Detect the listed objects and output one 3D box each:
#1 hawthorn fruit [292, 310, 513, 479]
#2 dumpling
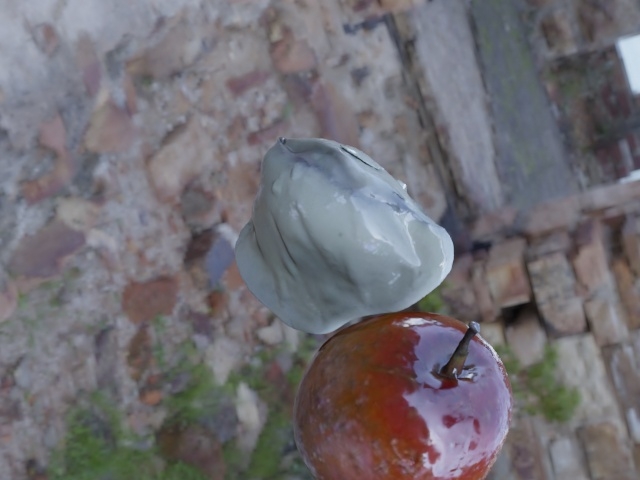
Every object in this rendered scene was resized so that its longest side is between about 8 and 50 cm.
[{"bbox_3d":[0.108,0.191,1.309,0.235,0.262,0.231,-12,95,-60],"label":"hawthorn fruit"},{"bbox_3d":[0.000,0.000,1.484,0.187,0.243,0.318,18,14,-49],"label":"dumpling"}]
